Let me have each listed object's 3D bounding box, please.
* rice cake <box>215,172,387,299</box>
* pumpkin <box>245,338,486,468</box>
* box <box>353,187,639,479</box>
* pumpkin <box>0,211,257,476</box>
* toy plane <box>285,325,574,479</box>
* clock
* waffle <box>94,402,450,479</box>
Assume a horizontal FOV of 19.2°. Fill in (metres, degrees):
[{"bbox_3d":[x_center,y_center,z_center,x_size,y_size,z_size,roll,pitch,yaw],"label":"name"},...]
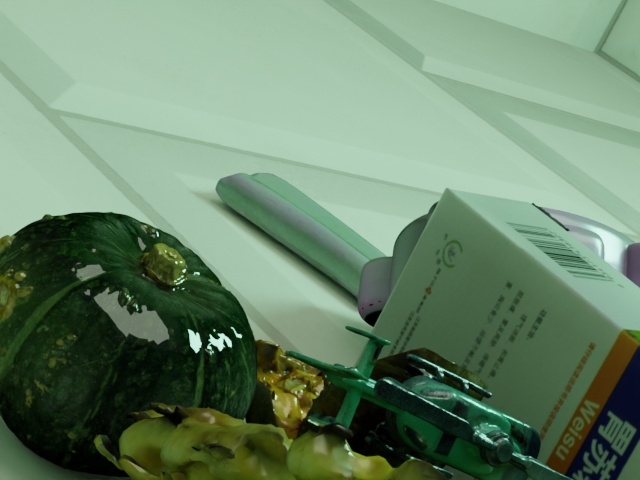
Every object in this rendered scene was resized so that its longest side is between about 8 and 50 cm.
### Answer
[{"bbox_3d":[0.001,0.001,1.768,0.221,0.042,0.080,37,18,28],"label":"rice cake"},{"bbox_3d":[0.019,0.128,1.286,0.119,0.108,0.183,22,-14,-37],"label":"pumpkin"},{"bbox_3d":[0.166,0.121,1.378,0.106,0.200,0.299,10,24,-43],"label":"box"},{"bbox_3d":[-0.131,0.063,1.188,0.190,0.146,0.190,14,16,-4],"label":"pumpkin"},{"bbox_3d":[0.063,0.103,1.075,0.235,0.060,0.096,28,-1,-37],"label":"toy plane"},{"bbox_3d":[0.174,0.048,1.609,0.247,0.227,0.090,17,61,-18],"label":"clock"},{"bbox_3d":[0.081,0.172,1.047,0.379,0.095,0.382,13,-11,33],"label":"waffle"}]
